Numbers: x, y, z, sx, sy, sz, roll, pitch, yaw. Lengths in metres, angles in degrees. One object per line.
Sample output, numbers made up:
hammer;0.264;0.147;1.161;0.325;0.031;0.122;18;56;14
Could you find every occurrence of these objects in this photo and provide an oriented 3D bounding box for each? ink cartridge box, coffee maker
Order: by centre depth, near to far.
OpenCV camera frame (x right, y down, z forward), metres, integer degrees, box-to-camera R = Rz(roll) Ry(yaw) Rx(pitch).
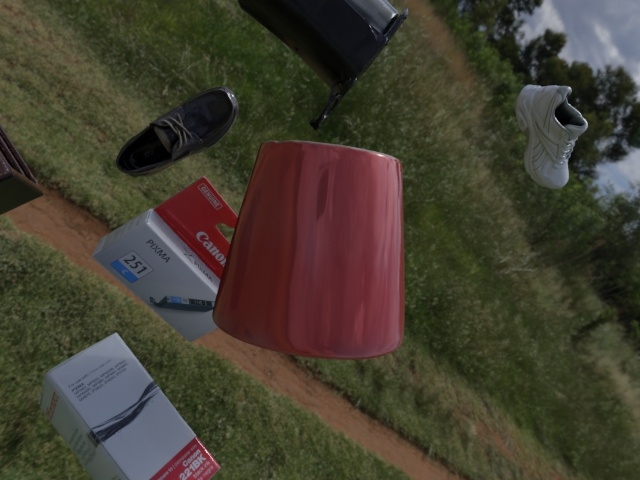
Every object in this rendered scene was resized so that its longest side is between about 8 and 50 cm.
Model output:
coffee maker;-0.012;-0.265;0.529;0.178;0.120;0.171;39;64;-7
ink cartridge box;-0.315;0.312;0.708;0.273;0.197;0.114;49;45;5
ink cartridge box;-0.259;0.053;0.918;0.296;0.261;0.066;54;12;-32

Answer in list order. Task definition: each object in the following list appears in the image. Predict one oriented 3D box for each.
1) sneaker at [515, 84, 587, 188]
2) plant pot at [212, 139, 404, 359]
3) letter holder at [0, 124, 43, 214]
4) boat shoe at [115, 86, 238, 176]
sneaker;0.471;-0.199;0.880;0.115;0.090;0.232;16;-38;55
plant pot;0.000;0.000;0.609;0.275;0.274;0.244;-2;101;-63
letter holder;-0.638;-0.104;0.657;0.215;0.301;0.152;59;-17;-4
boat shoe;-0.361;-0.258;1.111;0.132;0.355;0.130;54;14;-17
